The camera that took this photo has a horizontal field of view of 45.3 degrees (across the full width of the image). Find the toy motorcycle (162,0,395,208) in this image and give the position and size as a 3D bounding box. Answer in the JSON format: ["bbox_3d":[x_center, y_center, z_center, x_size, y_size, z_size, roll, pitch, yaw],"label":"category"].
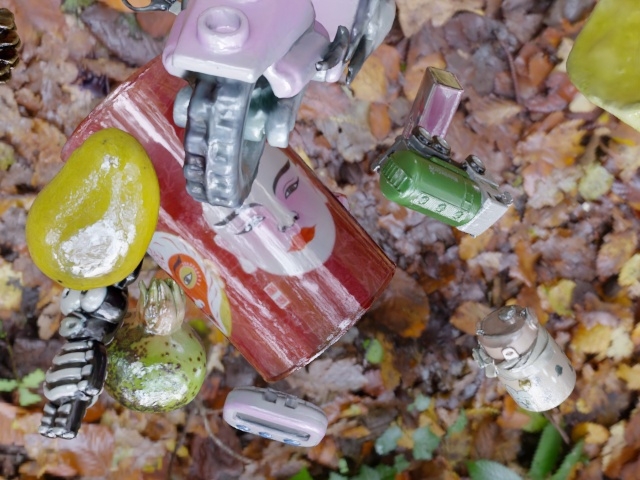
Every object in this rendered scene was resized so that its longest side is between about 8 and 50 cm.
[{"bbox_3d":[-0.022,-0.181,0.449,0.143,0.326,0.188,12,143,5],"label":"toy motorcycle"}]

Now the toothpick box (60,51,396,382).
[{"bbox_3d":[-0.098,-0.031,0.856,0.204,0.204,0.333,-40,97,13],"label":"toothpick box"}]

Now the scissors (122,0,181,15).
[{"bbox_3d":[-0.305,-0.498,1.647,0.109,0.300,0.022,-56,166,-3],"label":"scissors"}]

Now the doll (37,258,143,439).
[{"bbox_3d":[-0.258,0.108,0.846,0.091,0.219,0.067,-11,146,42],"label":"doll"}]

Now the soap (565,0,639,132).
[{"bbox_3d":[0.422,-0.125,0.549,0.428,0.115,0.306,28,87,1],"label":"soap"}]

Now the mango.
[{"bbox_3d":[-0.192,-0.023,0.657,0.103,0.076,0.161,23,120,-15],"label":"mango"}]

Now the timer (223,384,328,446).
[{"bbox_3d":[-0.091,0.355,1.553,0.209,0.069,0.190,17,153,-1],"label":"timer"}]

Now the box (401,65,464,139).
[{"bbox_3d":[0.200,-0.210,1.475,0.069,0.120,0.224,13,117,-9],"label":"box"}]

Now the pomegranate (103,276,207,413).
[{"bbox_3d":[-0.321,0.197,1.503,0.222,0.204,0.276,15,85,1],"label":"pomegranate"}]

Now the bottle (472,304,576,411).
[{"bbox_3d":[0.255,0.143,0.987,0.099,0.099,0.152,-36,119,10],"label":"bottle"}]

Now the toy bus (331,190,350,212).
[{"bbox_3d":[0.000,0.000,1.601,0.128,0.147,0.302,4,166,2],"label":"toy bus"}]

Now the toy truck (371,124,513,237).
[{"bbox_3d":[0.190,-0.085,1.205,0.243,0.125,0.101,18,127,-38],"label":"toy truck"}]

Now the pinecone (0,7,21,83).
[{"bbox_3d":[-0.765,-0.443,1.627,0.244,0.243,0.257,-2,127,-13],"label":"pinecone"}]
